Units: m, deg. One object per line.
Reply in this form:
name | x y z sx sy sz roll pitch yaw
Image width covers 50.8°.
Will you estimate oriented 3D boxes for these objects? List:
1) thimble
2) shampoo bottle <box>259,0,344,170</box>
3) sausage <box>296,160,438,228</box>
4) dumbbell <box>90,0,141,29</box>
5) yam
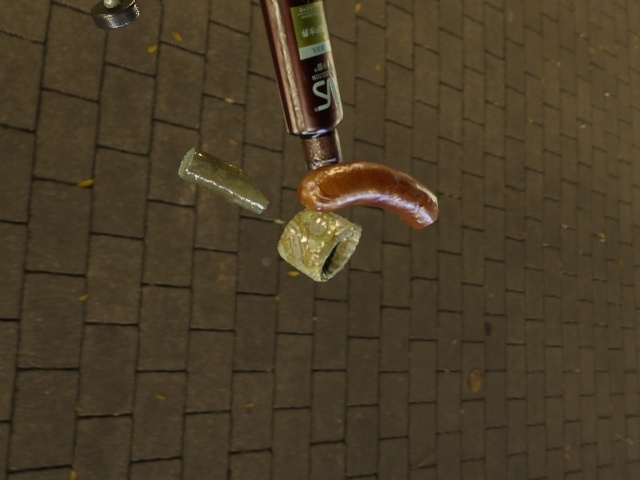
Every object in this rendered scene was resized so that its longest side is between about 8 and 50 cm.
thimble | 0.000 0.000 1.715 0.190 0.143 0.137 -48 149 -15
shampoo bottle | -0.024 -0.289 1.201 0.129 0.084 0.323 -28 115 -41
sausage | 0.093 -0.083 1.160 0.302 0.076 0.103 9 115 -40
dumbbell | -0.437 -0.528 1.345 0.100 0.100 0.191 -50 142 -34
yam | -0.265 -0.168 1.898 0.259 0.106 0.106 24 67 -18
